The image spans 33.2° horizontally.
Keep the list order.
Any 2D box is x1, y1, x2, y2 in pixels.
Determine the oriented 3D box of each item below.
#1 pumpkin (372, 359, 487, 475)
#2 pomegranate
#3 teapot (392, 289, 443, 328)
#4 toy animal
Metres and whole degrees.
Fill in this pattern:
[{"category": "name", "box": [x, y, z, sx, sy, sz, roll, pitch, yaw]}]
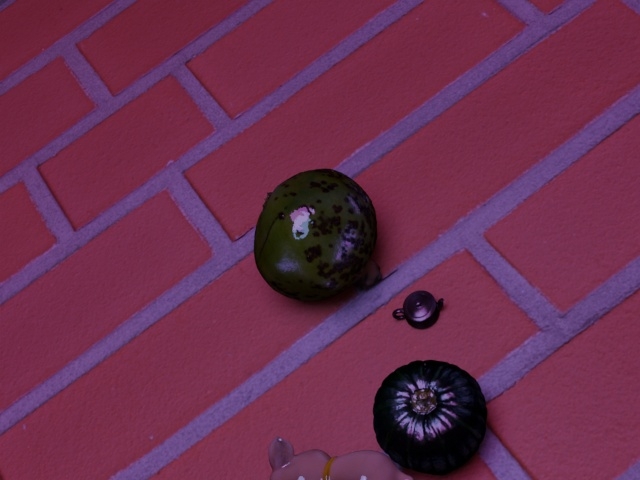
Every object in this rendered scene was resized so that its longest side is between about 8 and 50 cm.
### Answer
[{"category": "pumpkin", "box": [0.184, 0.294, 1.815, 0.201, 0.140, 0.202, -8, 58, 12]}, {"category": "pomegranate", "box": [0.000, 0.000, 2.020, 0.254, 0.270, 0.254, -43, 17, 17]}, {"category": "teapot", "box": [0.180, 0.125, 1.980, 0.100, 0.045, 0.068, -15, 54, 10]}, {"category": "toy animal", "box": [0.034, 0.423, 1.788, 0.247, 0.149, 0.165, -3, 61, 9]}]
